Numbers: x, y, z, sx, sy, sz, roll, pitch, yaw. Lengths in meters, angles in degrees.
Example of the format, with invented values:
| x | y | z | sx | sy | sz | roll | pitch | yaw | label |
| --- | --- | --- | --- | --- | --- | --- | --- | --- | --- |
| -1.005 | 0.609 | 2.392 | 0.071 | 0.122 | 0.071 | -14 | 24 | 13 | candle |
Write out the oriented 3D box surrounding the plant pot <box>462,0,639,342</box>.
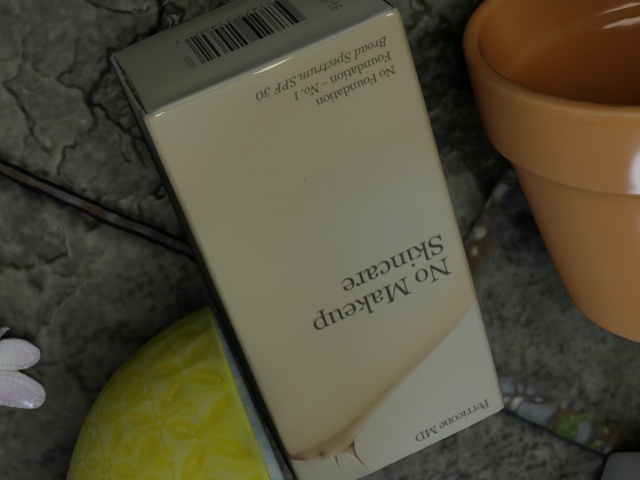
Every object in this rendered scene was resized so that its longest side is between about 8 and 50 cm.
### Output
| x | y | z | sx | sy | sz | roll | pitch | yaw | label |
| --- | --- | --- | --- | --- | --- | --- | --- | --- | --- |
| 0.254 | -0.065 | 0.802 | 0.290 | 0.291 | 0.203 | -20 | 121 | -10 | plant pot |

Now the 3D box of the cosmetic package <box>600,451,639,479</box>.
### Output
| x | y | z | sx | sy | sz | roll | pitch | yaw | label |
| --- | --- | --- | --- | --- | --- | --- | --- | --- | --- |
| 0.258 | 0.377 | 0.814 | 0.161 | 0.230 | 0.453 | 33 | 67 | -19 | cosmetic package |

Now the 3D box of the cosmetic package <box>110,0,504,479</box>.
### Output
| x | y | z | sx | sy | sz | roll | pitch | yaw | label |
| --- | --- | --- | --- | --- | --- | --- | --- | --- | --- |
| 0.000 | 0.000 | 0.775 | 0.160 | 0.113 | 0.309 | -25 | 123 | -7 | cosmetic package |

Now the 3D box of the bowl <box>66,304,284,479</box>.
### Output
| x | y | z | sx | sy | sz | roll | pitch | yaw | label |
| --- | --- | --- | --- | --- | --- | --- | --- | --- | --- |
| -0.088 | 0.202 | 0.753 | 0.156 | 0.289 | 0.289 | -21 | 105 | -4 | bowl |

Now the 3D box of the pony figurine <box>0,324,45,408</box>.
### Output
| x | y | z | sx | sy | sz | roll | pitch | yaw | label |
| --- | --- | --- | --- | --- | --- | --- | --- | --- | --- |
| -0.319 | 0.211 | 0.692 | 0.363 | 0.351 | 0.303 | 4 | 96 | 4 | pony figurine |
